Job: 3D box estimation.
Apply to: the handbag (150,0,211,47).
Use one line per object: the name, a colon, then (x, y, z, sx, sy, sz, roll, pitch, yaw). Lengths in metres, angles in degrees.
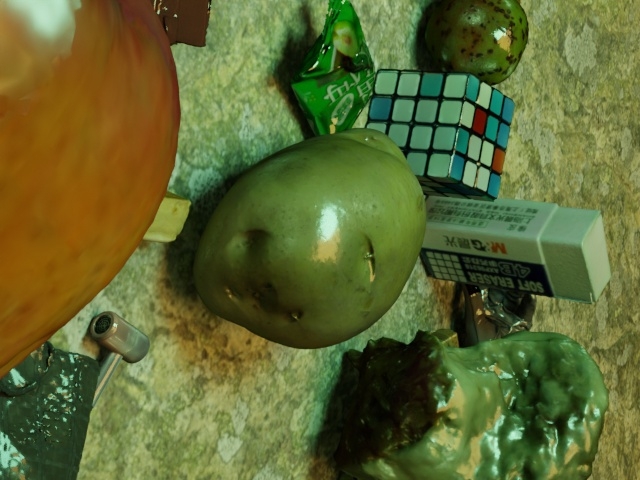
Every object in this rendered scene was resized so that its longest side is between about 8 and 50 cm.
handbag: (-0.199, -0.338, 1.164, 0.260, 0.084, 0.276, -1, 98, -56)

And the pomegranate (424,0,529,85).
pomegranate: (0.228, -0.284, 1.751, 0.159, 0.159, 0.205, -41, 154, -44)

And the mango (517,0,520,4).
mango: (0.274, -0.344, 1.876, 0.101, 0.066, 0.187, -1, 106, -55)

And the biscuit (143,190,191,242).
biscuit: (-0.214, -0.032, 1.232, 0.188, 0.052, 0.056, 7, 103, -55)

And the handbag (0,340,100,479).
handbag: (-0.314, 0.169, 1.110, 0.270, 0.088, 0.175, 26, 67, -54)

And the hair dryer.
hair dryer: (-0.234, 0.137, 1.256, 0.063, 0.037, 0.114, 45, 67, -48)

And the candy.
candy: (0.018, -0.208, 1.516, 0.141, 0.078, 0.203, -50, 147, -23)

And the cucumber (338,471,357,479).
cucumber: (0.078, 0.375, 1.750, 0.043, 0.039, 0.163, -55, 140, -2)

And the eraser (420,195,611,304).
eraser: (0.284, 0.008, 1.756, 0.086, 0.287, 0.130, -50, 134, -35)

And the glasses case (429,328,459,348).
glasses case: (0.196, 0.227, 1.891, 0.064, 0.041, 0.170, -29, 122, -27)

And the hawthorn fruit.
hawthorn fruit: (-0.334, -0.080, 0.748, 0.472, 0.471, 0.472, -16, 109, -54)

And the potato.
potato: (0.000, 0.000, 1.400, 0.326, 0.221, 0.243, -25, 115, -56)

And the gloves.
gloves: (0.289, 0.149, 1.933, 0.142, 0.119, 0.285, 10, 82, -21)

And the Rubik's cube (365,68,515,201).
Rubik's cube: (0.166, -0.149, 1.670, 0.151, 0.155, 0.154, 18, 81, -55)

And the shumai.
shumai: (0.179, 0.267, 1.670, 0.323, 0.397, 0.324, 23, 42, -26)
